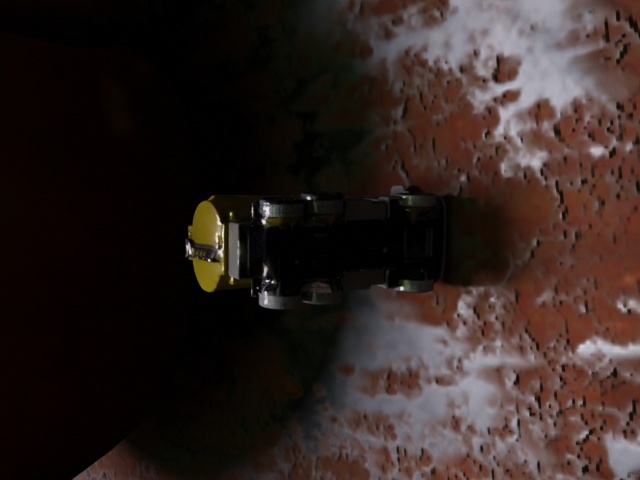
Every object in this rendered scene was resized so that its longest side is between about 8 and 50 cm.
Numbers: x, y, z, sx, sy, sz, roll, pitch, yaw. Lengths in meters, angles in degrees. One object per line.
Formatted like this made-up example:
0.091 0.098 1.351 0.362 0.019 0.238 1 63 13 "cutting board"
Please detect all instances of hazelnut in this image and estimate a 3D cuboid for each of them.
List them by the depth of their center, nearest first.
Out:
-0.271 0.004 0.635 0.429 0.402 0.402 -22 77 45 "hazelnut"

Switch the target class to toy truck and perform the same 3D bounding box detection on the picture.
0.000 0.000 0.469 0.063 0.123 0.052 12 103 56 "toy truck"
